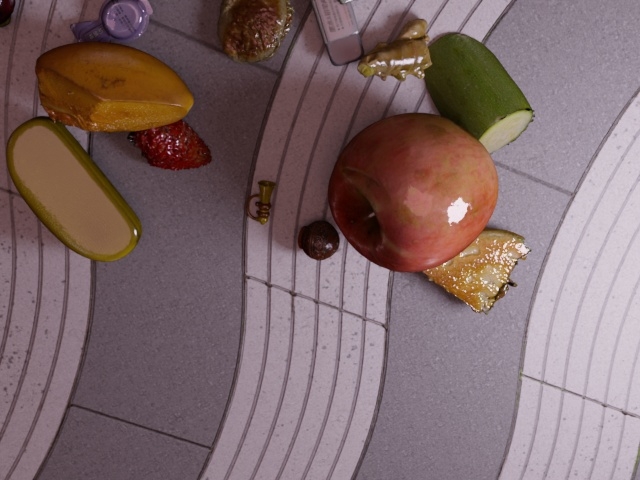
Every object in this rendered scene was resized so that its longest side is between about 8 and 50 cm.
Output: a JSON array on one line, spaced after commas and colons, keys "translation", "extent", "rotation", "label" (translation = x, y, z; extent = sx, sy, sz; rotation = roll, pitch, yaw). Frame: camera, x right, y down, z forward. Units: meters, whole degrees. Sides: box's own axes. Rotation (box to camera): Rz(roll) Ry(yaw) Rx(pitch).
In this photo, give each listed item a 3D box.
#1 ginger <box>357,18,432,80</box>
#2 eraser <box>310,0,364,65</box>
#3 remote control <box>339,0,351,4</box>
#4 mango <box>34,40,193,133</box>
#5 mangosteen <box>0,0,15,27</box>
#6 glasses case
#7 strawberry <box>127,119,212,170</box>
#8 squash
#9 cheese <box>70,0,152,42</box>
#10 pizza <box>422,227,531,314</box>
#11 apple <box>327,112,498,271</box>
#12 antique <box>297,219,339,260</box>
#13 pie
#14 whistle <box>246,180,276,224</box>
[{"translation": [0.181, -0.420, 1.643], "extent": [0.205, 0.081, 0.115], "rotation": [-35, 129, -10], "label": "ginger"}, {"translation": [0.013, -0.573, 1.601], "extent": [0.089, 0.061, 0.352], "rotation": [-18, 107, 0], "label": "eraser"}, {"translation": [0.149, -0.625, 1.574], "extent": [0.285, 0.038, 0.123], "rotation": [-22, 106, -11], "label": "remote control"}, {"translation": [-0.454, -0.335, 1.560], "extent": [0.350, 0.201, 0.199], "rotation": [4, 96, -2], "label": "mango"}, {"translation": [-0.733, -0.522, 1.535], "extent": [0.152, 0.152, 0.153], "rotation": [-1, 106, -3], "label": "mangosteen"}, {"translation": [-0.579, -0.109, 1.653], "extent": [0.173, 0.141, 0.371], "rotation": [-37, 107, -2], "label": "glasses case"}, {"translation": [-0.358, -0.226, 1.665], "extent": [0.140, 0.085, 0.192], "rotation": [-35, 107, 4], "label": "strawberry"}, {"translation": [0.369, -0.352, 1.708], "extent": [0.189, 0.189, 0.260], "rotation": [-35, 69, 6], "label": "squash"}, {"translation": [-0.467, -0.490, 1.602], "extent": [0.190, 0.042, 0.105], "rotation": [-26, 108, 10], "label": "cheese"}, {"translation": [0.392, 0.082, 1.800], "extent": [0.289, 0.081, 0.229], "rotation": [-16, 100, 2], "label": "pizza"}, {"translation": [0.214, -0.113, 1.599], "extent": [0.363, 0.364, 0.364], "rotation": [-1, 106, -3], "label": "apple"}, {"translation": [0.000, 0.000, 1.743], "extent": [0.104, 0.104, 0.104], "rotation": [-1, 106, -3], "label": "antique"}, {"translation": [-0.152, -0.493, 1.607], "extent": [0.163, 0.079, 0.194], "rotation": [21, 103, -5], "label": "pie"}, {"translation": [-0.147, -0.092, 1.738], "extent": [0.057, 0.046, 0.109], "rotation": [6, 112, -20], "label": "whistle"}]
